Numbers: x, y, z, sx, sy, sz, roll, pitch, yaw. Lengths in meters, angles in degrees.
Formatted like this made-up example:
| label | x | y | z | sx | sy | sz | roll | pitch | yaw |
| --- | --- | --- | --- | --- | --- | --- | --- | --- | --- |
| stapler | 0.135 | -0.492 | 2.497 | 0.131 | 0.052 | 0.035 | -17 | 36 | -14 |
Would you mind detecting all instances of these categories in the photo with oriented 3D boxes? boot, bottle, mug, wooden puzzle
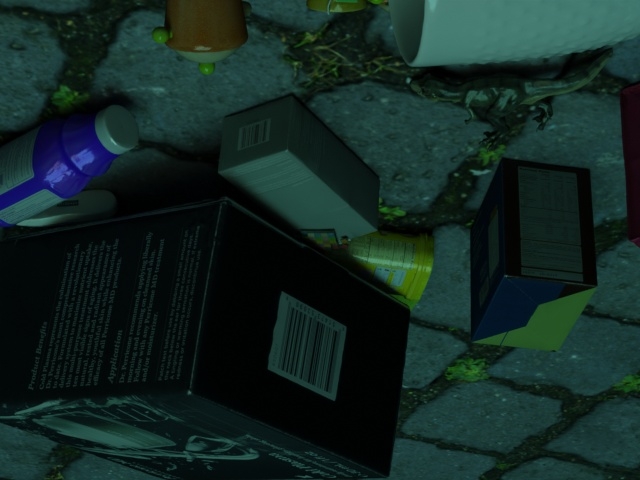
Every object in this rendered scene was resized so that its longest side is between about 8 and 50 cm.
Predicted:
| label | x | y | z | sx | sy | sz | roll | pitch | yaw |
| --- | --- | --- | --- | --- | --- | --- | --- | --- | --- |
| boot | -0.403 | -0.030 | 2.134 | 0.190 | 0.069 | 0.086 | 1 | 141 | 3 |
| bottle | -0.378 | -0.112 | 1.963 | 0.283 | 0.118 | 0.092 | -23 | 138 | 34 |
| mug | 0.240 | -0.324 | 1.471 | 0.328 | 0.276 | 0.374 | -5 | 178 | -5 |
| wooden puzzle | 0.000 | 0.000 | 2.018 | 0.083 | 0.006 | 0.049 | 0 | 150 | 11 |

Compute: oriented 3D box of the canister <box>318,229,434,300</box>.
| label | x | y | z | sx | sy | sz | roll | pitch | yaw |
| --- | --- | --- | --- | --- | --- | --- | --- | --- | --- |
| canister | 0.084 | 0.032 | 2.178 | 0.170 | 0.073 | 0.126 | 9 | 147 | -5 |

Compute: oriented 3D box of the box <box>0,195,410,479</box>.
| label | x | y | z | sx | sy | sz | roll | pitch | yaw |
| --- | --- | --- | --- | --- | --- | --- | --- | --- | --- |
| box | -0.194 | 0.177 | 2.125 | 0.472 | 0.297 | 0.480 | -7 | 155 | 38 |

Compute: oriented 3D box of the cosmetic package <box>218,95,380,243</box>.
| label | x | y | z | sx | sy | sz | roll | pitch | yaw |
| --- | --- | --- | --- | --- | --- | --- | --- | --- | --- |
| cosmetic package | -0.026 | -0.091 | 1.976 | 0.127 | 0.107 | 0.238 | -15 | 145 | 29 |

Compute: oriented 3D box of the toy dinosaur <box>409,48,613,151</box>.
| label | x | y | z | sx | sy | sz | roll | pitch | yaw |
| --- | --- | --- | --- | --- | --- | --- | --- | --- | --- |
| toy dinosaur | 0.257 | -0.185 | 1.839 | 0.268 | 0.064 | 0.118 | -7 | 139 | 10 |

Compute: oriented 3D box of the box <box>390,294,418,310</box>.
| label | x | y | z | sx | sy | sz | roll | pitch | yaw |
| --- | --- | --- | --- | --- | --- | --- | --- | --- | --- |
| box | 0.066 | 0.088 | 2.293 | 0.178 | 0.042 | 0.109 | 13 | 145 | -13 |

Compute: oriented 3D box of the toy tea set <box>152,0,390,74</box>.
| label | x | y | z | sx | sy | sz | roll | pitch | yaw |
| --- | --- | --- | --- | --- | --- | --- | --- | --- | --- |
| toy tea set | -0.037 | -0.268 | 1.603 | 0.336 | 0.200 | 0.124 | 0 | 113 | 1 |

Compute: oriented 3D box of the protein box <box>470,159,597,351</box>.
| label | x | y | z | sx | sy | sz | roll | pitch | yaw |
| --- | --- | --- | --- | --- | --- | --- | --- | --- | --- |
| protein box | 0.306 | 0.024 | 2.022 | 0.136 | 0.201 | 0.200 | 7 | 147 | -5 |

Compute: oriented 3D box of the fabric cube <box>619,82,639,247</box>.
| label | x | y | z | sx | sy | sz | roll | pitch | yaw |
| --- | --- | --- | --- | --- | --- | --- | --- | --- | --- |
| fabric cube | 0.565 | -0.085 | 1.779 | 0.254 | 0.259 | 0.258 | -25 | 135 | 38 |
